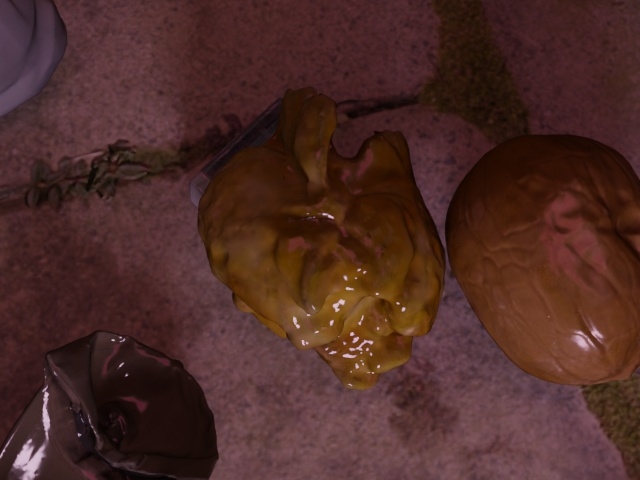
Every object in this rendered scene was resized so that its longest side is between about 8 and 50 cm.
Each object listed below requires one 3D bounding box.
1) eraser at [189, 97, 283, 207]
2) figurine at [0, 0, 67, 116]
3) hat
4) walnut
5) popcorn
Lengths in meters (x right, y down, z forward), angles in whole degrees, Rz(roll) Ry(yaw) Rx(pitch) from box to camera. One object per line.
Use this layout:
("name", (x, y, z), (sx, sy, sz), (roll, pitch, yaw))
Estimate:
("eraser", (-0.070, -0.078, 1.079), (0.029, 0.052, 0.122), (42, 73, 11))
("figurine", (-0.335, -0.226, 1.052), (0.133, 0.176, 0.236), (-40, 72, 13))
("hat", (-0.185, 0.188, 0.983), (0.166, 0.144, 0.173), (41, 117, 8))
("walnut", (0.207, 0.017, 0.999), (0.193, 0.193, 0.225), (-26, 85, -12))
("popcorn", (-0.002, -0.003, 0.994), (0.190, 0.191, 0.253), (-18, 66, 18))
